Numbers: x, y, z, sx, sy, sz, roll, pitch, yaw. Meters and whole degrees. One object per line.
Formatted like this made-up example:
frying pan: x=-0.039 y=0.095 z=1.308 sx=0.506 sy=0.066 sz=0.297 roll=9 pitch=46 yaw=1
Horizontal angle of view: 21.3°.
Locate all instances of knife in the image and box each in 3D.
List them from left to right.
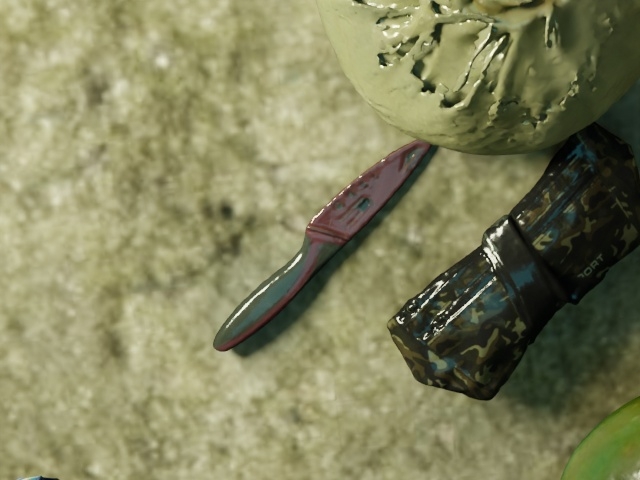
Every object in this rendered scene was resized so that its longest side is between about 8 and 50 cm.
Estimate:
knife: x=0.000 y=0.000 z=1.361 sx=0.035 sy=0.018 sz=0.247 roll=43 pitch=99 yaw=-7

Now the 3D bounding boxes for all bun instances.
bun: x=0.127 y=-0.194 z=1.239 sx=0.287 sy=0.146 sz=0.287 roll=0 pitch=108 yaw=0

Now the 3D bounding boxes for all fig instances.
fig: x=0.283 y=0.203 z=1.331 sx=0.191 sy=0.181 sz=0.181 roll=-8 pitch=106 yaw=22

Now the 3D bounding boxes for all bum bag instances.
bum bag: x=0.163 y=0.023 z=1.338 sx=0.102 sy=0.069 sz=0.248 roll=44 pitch=100 yaw=5

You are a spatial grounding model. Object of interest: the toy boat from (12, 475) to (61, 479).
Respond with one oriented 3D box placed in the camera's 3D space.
toy boat: x=-0.349 y=0.282 z=1.403 sx=0.295 sy=0.088 sz=0.129 roll=-12 pitch=105 yaw=3
